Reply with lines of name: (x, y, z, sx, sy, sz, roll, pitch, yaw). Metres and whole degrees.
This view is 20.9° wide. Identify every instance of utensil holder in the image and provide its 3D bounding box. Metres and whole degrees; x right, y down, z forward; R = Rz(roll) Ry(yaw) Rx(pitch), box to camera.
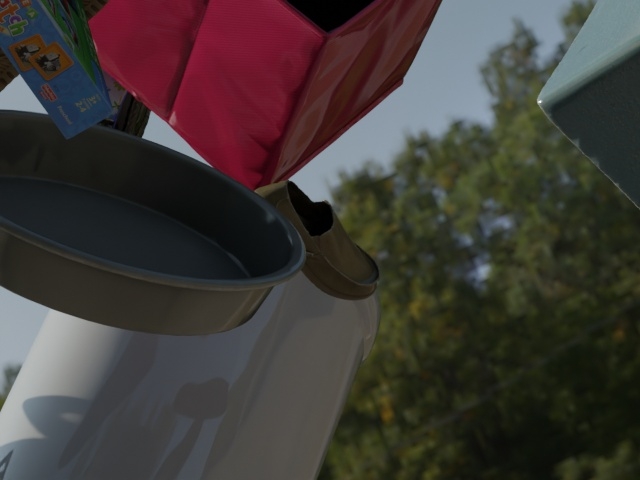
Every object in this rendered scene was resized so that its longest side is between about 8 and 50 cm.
utensil holder: (-0.150, 0.182, 1.713, 0.327, 0.385, 0.327, 14, -36, 10)

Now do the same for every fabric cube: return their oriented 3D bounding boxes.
fabric cube: (-0.045, -0.248, 1.657, 0.254, 0.259, 0.258, -43, -12, -35)

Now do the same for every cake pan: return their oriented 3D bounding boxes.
cake pan: (-0.156, -0.014, 1.268, 0.293, 0.293, 0.054, -2, -62, -48)

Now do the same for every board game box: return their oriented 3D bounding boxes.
board game box: (-0.197, -0.183, 1.013, 0.039, 0.160, 0.211, -28, -49, 5)

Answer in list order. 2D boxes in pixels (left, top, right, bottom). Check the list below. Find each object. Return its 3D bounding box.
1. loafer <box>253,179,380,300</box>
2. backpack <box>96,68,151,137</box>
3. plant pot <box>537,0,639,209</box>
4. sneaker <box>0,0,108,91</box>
loafer: (0.000, 0.000, 1.472, 0.148, 0.056, 0.050, 33, -51, -28)
backpack: (-0.223, -0.148, 1.814, 0.114, 0.084, 0.105, -67, -5, 26)
plant pot: (0.426, -0.180, 1.782, 0.252, 0.248, 0.247, -36, 13, 45)
sneaker: (-0.302, -0.191, 1.498, 0.282, 0.153, 0.099, -33, -60, 4)
